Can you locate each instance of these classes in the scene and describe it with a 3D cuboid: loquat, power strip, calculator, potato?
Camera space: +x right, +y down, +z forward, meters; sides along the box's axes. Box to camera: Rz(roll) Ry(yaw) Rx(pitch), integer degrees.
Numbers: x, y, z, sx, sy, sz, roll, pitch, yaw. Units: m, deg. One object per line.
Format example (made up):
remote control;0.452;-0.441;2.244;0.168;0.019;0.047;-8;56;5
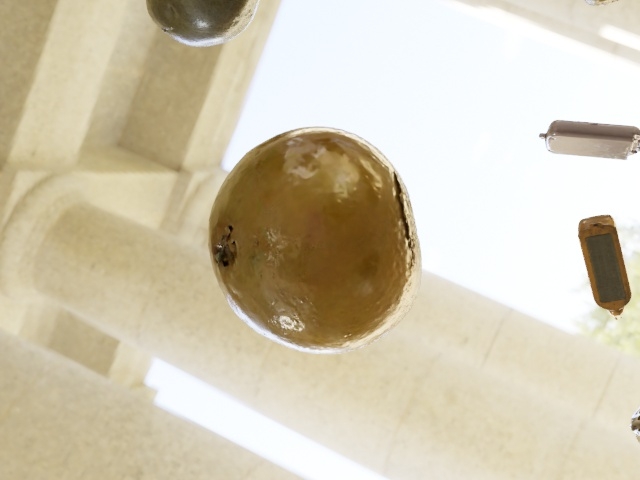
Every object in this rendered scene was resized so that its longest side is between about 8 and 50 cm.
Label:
loquat;0.000;0.000;1.312;0.263;0.263;0.263;-55;-20;-31
power strip;0.366;0.037;1.463;0.028;0.049;0.178;-81;-26;-49
calculator;0.449;-0.166;1.891;0.100;0.174;0.032;69;-152;-71
potato;-0.192;-0.412;1.874;0.160;0.235;0.178;9;-104;-49

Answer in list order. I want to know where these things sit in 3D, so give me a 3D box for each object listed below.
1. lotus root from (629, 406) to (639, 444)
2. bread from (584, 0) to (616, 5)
lotus root;0.388;0.174;0.970;0.188;0.180;0.199;-33;-5;40
bread;0.379;-0.376;1.221;0.294;0.167;0.132;-20;-22;-3
